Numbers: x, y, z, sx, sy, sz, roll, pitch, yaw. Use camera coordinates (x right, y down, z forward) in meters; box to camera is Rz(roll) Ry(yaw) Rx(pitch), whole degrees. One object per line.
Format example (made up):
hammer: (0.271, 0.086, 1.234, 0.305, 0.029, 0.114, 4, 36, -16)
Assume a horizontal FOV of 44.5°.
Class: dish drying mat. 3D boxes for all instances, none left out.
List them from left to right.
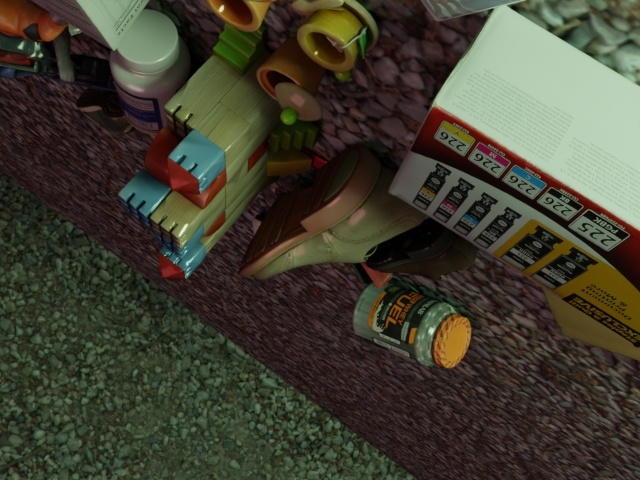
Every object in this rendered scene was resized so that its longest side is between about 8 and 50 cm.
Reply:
dish drying mat: (-0.022, -0.127, 1.172, 0.083, 0.008, 0.032, 30, 160, 13)

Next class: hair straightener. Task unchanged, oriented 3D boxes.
hair straightener: (0.026, -0.014, 1.279, 0.230, 0.047, 0.089, 51, 155, -23)

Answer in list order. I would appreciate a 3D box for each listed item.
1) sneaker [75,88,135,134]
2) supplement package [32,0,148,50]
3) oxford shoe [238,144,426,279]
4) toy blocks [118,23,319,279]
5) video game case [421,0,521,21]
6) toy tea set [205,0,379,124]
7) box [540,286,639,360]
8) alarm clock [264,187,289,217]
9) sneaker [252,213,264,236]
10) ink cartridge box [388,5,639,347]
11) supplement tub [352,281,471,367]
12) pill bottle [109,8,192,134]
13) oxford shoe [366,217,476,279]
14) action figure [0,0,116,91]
sneaker: (-0.359, -0.230, 1.416, 0.192, 0.064, 0.086, 17, 162, 43)
supplement package: (-0.270, -0.334, 0.827, 0.134, 0.139, 0.244, 32, 171, 9)
oxford shoe: (0.000, 0.000, 1.172, 0.146, 0.140, 0.397, 32, 152, -18)
toy blocks: (-0.158, -0.096, 1.070, 0.190, 0.261, 0.381, 36, 160, 6)
video game case: (0.102, -0.266, 0.607, 0.201, 0.023, 0.183, 45, 159, -28)
toy tea set: (-0.062, -0.226, 0.797, 0.200, 0.124, 0.336, 16, 157, 37)
box: (0.395, 0.108, 1.025, 0.201, 0.021, 0.164, 18, 155, 41)
alarm clock: (-0.041, -0.031, 1.363, 0.129, 0.064, 0.192, 24, 155, 30)
sneaker: (-0.106, 0.015, 1.552, 0.057, 0.075, 0.161, 25, 159, 26)
ink cartridge box: (0.238, -0.037, 0.771, 0.309, 0.130, 0.272, 32, 162, 5)
supplement tub: (0.159, 0.148, 1.370, 0.190, 0.117, 0.117, 17, 155, 39)
pill bottle: (-0.237, -0.237, 1.105, 0.112, 0.112, 0.187, 33, 161, 5)
oxford shoe: (0.144, 0.027, 1.159, 0.096, 0.083, 0.227, 37, 163, -20)
action figure: (-0.415, -0.335, 1.192, 0.341, 0.178, 0.330, 9, 176, -21)
